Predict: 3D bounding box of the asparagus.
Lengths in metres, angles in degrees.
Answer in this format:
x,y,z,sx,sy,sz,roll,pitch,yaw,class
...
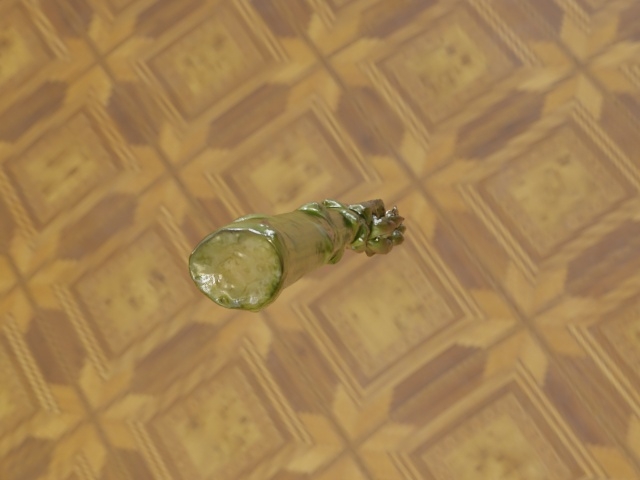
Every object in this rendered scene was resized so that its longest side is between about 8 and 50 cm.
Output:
x,y,z,sx,sy,sz,roll,pitch,yaw,class
0.000,0.000,0.485,0.024,0.248,0.025,-26,88,10,asparagus
